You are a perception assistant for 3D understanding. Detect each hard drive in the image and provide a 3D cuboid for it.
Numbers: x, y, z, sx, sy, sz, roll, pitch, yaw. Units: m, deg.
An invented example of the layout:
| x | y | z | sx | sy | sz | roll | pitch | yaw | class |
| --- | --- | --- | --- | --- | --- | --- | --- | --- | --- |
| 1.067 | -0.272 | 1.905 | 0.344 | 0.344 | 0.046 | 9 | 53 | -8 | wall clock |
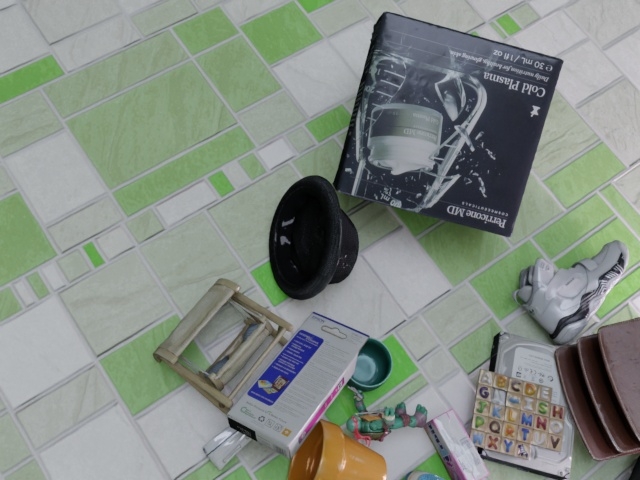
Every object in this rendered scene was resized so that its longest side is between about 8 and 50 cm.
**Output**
| x | y | z | sx | sy | sz | roll | pitch | yaw | class |
| --- | --- | --- | --- | --- | --- | --- | --- | --- | --- |
| 0.550 | 0.429 | 1.951 | 0.236 | 0.064 | 0.339 | 16 | 67 | 0 | hard drive |

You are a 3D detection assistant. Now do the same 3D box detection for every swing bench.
| x | y | z | sx | sy | sz | roll | pitch | yaw | class |
| --- | --- | --- | --- | --- | --- | --- | --- | --- | --- |
| -0.246 | 0.255 | 1.859 | 0.254 | 0.165 | 0.253 | 36 | 68 | 8 | swing bench |

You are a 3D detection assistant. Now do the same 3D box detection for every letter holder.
| x | y | z | sx | sy | sz | roll | pitch | yaw | class |
| --- | --- | --- | --- | --- | --- | --- | --- | --- | --- |
| 0.738 | 0.376 | 1.865 | 0.214 | 0.152 | 0.302 | -13 | 66 | -2 | letter holder |

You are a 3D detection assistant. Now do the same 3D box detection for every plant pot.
| x | y | z | sx | sy | sz | roll | pitch | yaw | class |
| --- | --- | --- | --- | --- | --- | --- | --- | --- | --- |
| 0.047 | 0.549 | 1.769 | 0.187 | 0.205 | 0.205 | 22 | 65 | -15 | plant pot |

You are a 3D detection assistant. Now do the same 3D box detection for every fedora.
| x | y | z | sx | sy | sz | roll | pitch | yaw | class |
| --- | --- | --- | --- | --- | --- | --- | --- | --- | --- |
| 0.000 | 0.000 | 1.985 | 0.152 | 0.334 | 0.334 | 14 | 61 | -39 | fedora |

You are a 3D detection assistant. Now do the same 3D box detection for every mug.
| x | y | z | sx | sy | sz | roll | pitch | yaw | class |
| --- | --- | --- | --- | --- | --- | --- | --- | --- | --- |
| 0.106 | 0.312 | 1.919 | 0.129 | 0.097 | 0.158 | -26 | 72 | -17 | mug |

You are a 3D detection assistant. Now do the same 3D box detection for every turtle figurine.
| x | y | z | sx | sy | sz | roll | pitch | yaw | class |
| --- | --- | --- | --- | --- | --- | --- | --- | --- | --- |
| 0.138 | 0.429 | 1.816 | 0.234 | 0.175 | 0.118 | 9 | 97 | -35 | turtle figurine |

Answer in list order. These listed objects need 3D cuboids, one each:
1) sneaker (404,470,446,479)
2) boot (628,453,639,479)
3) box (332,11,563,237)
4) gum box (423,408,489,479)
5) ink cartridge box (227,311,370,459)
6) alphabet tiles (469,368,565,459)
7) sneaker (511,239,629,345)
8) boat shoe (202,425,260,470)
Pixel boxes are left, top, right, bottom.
| x | y | z | sx | sy | sz | roll | pitch | yaw | class |
| --- | --- | --- | --- | --- | --- | --- | --- | --- | --- |
| 0.309 | 0.630 | 1.820 | 0.228 | 0.092 | 0.087 | 37 | 73 | -14 | sneaker |
| 0.745 | 0.662 | 1.831 | 0.367 | 0.146 | 0.445 | 41 | 71 | 1 | boot |
| 0.322 | -0.306 | 2.003 | 0.479 | 0.297 | 0.472 | 14 | 99 | -2 | box |
| 0.338 | 0.525 | 1.855 | 0.062 | 0.107 | 0.188 | -23 | 72 | -16 | gum box |
| -0.045 | 0.338 | 1.800 | 0.175 | 0.069 | 0.371 | 21 | 50 | 26 | ink cartridge box |
| 0.506 | 0.451 | 1.896 | 0.237 | 0.009 | 0.198 | 15 | 66 | -1 | alphabet tiles |
| 0.693 | 0.096 | 2.069 | 0.210 | 0.137 | 0.366 | 39 | 71 | 6 | sneaker |
| -0.163 | 0.463 | 1.830 | 0.258 | 0.095 | 0.084 | -36 | 80 | -9 | boat shoe |
